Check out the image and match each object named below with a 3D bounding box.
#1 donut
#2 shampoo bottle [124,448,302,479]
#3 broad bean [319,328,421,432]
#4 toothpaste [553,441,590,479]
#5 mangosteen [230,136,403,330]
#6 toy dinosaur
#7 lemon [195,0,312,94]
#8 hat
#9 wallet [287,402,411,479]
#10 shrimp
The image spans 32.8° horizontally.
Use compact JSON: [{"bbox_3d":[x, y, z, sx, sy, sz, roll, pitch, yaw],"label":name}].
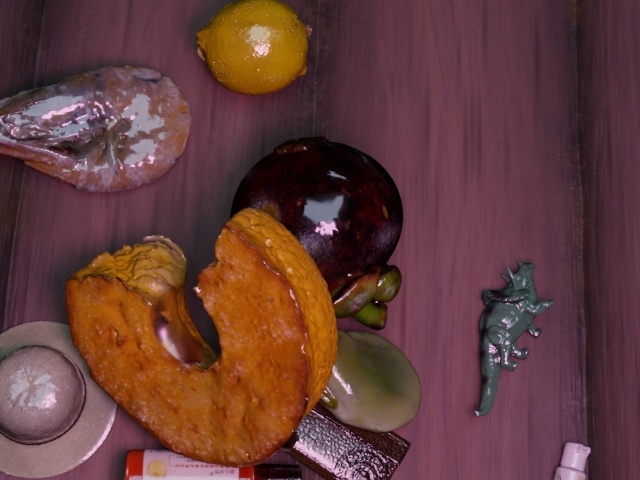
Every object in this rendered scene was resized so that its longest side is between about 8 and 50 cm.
[{"bbox_3d":[-0.162,0.148,1.664,0.163,0.435,0.377,-31,109,-55],"label":"donut"},{"bbox_3d":[-0.167,0.383,1.714,0.278,0.104,0.104,2,73,-7],"label":"shampoo bottle"},{"bbox_3d":[0.067,0.229,1.787,0.228,0.100,0.169,9,60,-20],"label":"broad bean"},{"bbox_3d":[0.388,0.489,1.790,0.056,0.058,0.314,26,70,-26],"label":"toothpaste"},{"bbox_3d":[0.001,-0.018,1.775,0.311,0.311,0.311,2,72,-7],"label":"mangosteen"},{"bbox_3d":[0.330,0.172,1.866,0.120,0.079,0.292,9,69,1],"label":"toy dinosaur"},{"bbox_3d":[-0.117,-0.342,1.912,0.206,0.173,0.173,2,72,-10],"label":"lemon"},{"bbox_3d":[-0.448,0.238,1.708,0.257,0.130,0.257,2,72,-7],"label":"hat"},{"bbox_3d":[0.018,0.322,1.794,0.243,0.039,0.133,35,68,1],"label":"wallet"},{"bbox_3d":[-0.436,-0.174,1.862,0.446,0.110,0.221,-14,84,-16],"label":"shrimp"}]
